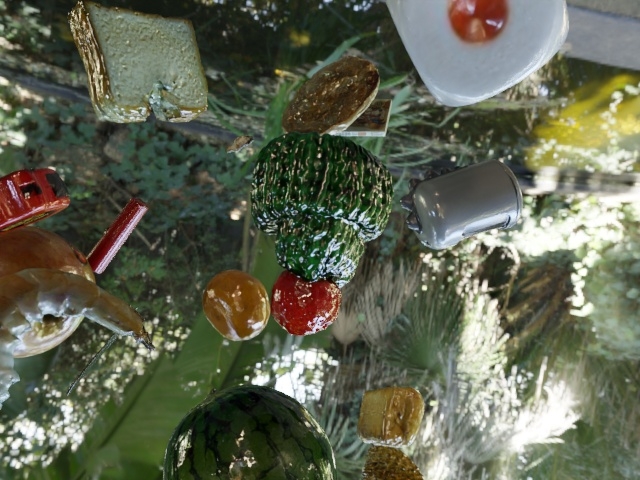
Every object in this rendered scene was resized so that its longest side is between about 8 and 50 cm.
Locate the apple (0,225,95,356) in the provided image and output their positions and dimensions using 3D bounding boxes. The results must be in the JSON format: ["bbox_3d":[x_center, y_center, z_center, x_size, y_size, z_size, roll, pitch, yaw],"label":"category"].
[{"bbox_3d":[-0.889,0.144,1.590,0.333,0.400,0.400,32,-169,22],"label":"apple"}]

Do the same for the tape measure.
[{"bbox_3d":[-0.758,-0.091,1.306,0.253,0.114,0.260,-22,-171,1],"label":"tape measure"}]

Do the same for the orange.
[{"bbox_3d":[-0.176,0.135,1.135,0.156,0.156,0.124,10,-150,35],"label":"orange"}]

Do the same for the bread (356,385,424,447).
[{"bbox_3d":[0.131,0.337,1.017,0.083,0.114,0.211,18,161,-3],"label":"bread"}]

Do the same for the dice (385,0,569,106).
[{"bbox_3d":[0.283,-0.463,1.012,0.277,0.304,0.304,-27,-156,23],"label":"dice"}]

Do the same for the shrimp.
[{"bbox_3d":[-0.410,0.129,0.793,0.287,0.185,0.068,-15,170,-47],"label":"shrimp"}]

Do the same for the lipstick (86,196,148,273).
[{"bbox_3d":[-0.670,-0.020,1.750,0.073,0.280,0.073,38,-176,-3],"label":"lipstick"}]

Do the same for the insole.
[{"bbox_3d":[-0.567,0.278,1.407,0.009,0.119,0.348,35,-153,-8],"label":"insole"}]

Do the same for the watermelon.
[{"bbox_3d":[-0.139,0.465,1.075,0.363,0.363,0.363,8,-179,0],"label":"watermelon"}]

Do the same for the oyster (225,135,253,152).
[{"bbox_3d":[-0.189,-0.230,1.276,0.054,0.019,0.083,6,-138,33],"label":"oyster"}]

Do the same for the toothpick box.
[{"bbox_3d":[0.386,-0.106,1.530,0.316,0.229,0.229,-17,-173,-11],"label":"toothpick box"}]

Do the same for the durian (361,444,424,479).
[{"bbox_3d":[0.232,0.796,1.767,0.249,0.183,0.138,29,-135,33],"label":"durian"}]

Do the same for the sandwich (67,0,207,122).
[{"bbox_3d":[-0.388,-0.385,1.189,0.095,0.249,0.273,-15,180,42],"label":"sandwich"}]

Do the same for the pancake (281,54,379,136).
[{"bbox_3d":[0.024,-0.439,1.656,0.356,0.356,0.065,10,155,39],"label":"pancake"}]

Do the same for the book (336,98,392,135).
[{"bbox_3d":[0.103,-0.425,1.830,0.264,0.202,0.027,4,137,13],"label":"book"}]

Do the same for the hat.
[{"bbox_3d":[0.000,0.000,0.918,0.242,0.332,0.274,0,169,43],"label":"hat"}]
